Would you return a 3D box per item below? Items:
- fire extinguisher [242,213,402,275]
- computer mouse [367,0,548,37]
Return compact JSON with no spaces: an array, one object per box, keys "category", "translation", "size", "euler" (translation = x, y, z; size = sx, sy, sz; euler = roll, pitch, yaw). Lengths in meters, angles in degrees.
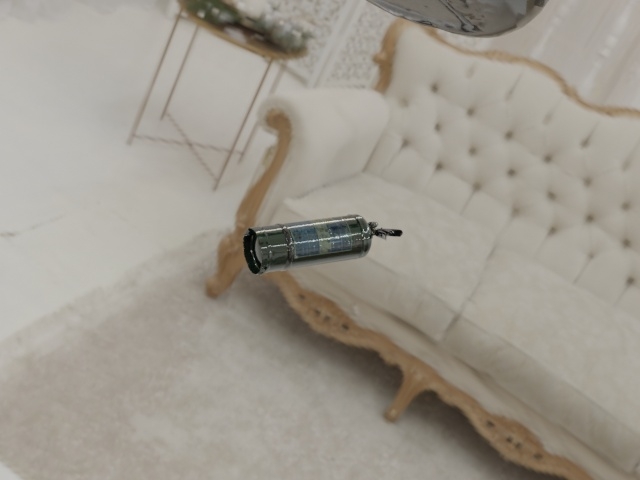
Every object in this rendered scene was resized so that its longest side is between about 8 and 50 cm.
[{"category":"fire extinguisher","translation":[0.000,0.000,0.540],"size":[0.083,0.025,0.038],"euler":[-8,9,-25]},{"category":"computer mouse","translation":[-0.004,-0.149,0.294],"size":[0.137,0.096,0.233],"euler":[24,-5,42]}]
